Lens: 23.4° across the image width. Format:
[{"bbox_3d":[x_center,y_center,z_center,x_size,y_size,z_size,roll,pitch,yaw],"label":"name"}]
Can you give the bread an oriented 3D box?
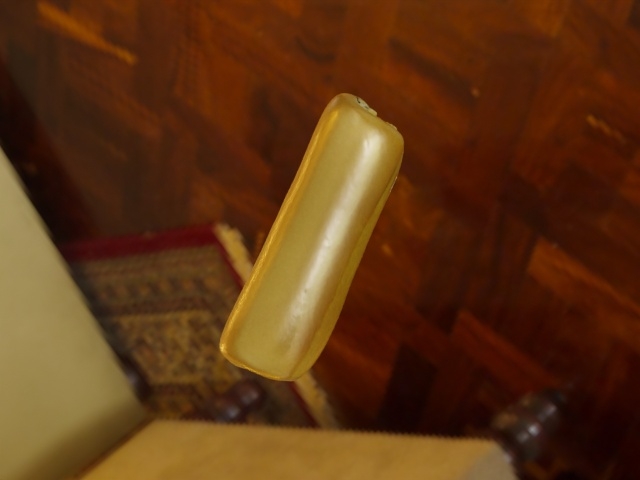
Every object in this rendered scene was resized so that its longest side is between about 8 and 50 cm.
[{"bbox_3d":[0.000,0.000,1.243,0.074,0.239,0.092,22,177,28],"label":"bread"}]
